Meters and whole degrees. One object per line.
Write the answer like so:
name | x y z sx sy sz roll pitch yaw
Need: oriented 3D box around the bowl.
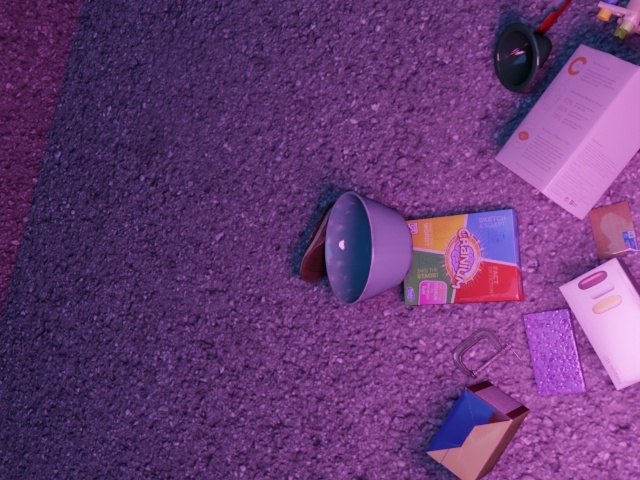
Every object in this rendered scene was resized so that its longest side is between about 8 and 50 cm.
bowl | 0.144 0.023 1.925 0.311 0.163 0.312 -179 90 -66

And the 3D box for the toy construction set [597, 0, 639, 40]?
toy construction set | 0.813 -0.490 1.614 0.151 0.215 0.328 -49 65 17

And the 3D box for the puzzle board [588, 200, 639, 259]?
puzzle board | 0.731 -0.025 1.730 0.096 0.011 0.128 -15 78 26

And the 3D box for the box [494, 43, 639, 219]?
box | 0.630 -0.263 1.676 0.345 0.168 0.215 -55 33 14

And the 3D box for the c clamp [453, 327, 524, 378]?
c clamp | 0.439 0.310 1.852 0.160 0.022 0.137 -38 69 20

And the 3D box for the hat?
hat | 0.594 -0.507 1.848 0.173 0.183 0.209 65 155 25

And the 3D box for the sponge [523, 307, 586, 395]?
sponge | 0.595 0.284 1.763 0.117 0.031 0.210 -14 79 28

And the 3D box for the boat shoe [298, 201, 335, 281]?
boat shoe | 0.007 0.003 2.099 0.258 0.095 0.095 -60 29 13

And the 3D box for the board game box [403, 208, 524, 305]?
board game box | 0.381 0.051 1.886 0.316 0.064 0.243 -7 82 28

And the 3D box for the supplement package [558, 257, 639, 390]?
supplement package | 0.700 0.191 1.614 0.145 0.204 0.262 -33 71 23

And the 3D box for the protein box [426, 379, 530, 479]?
protein box | 0.401 0.481 1.753 0.136 0.201 0.200 34 101 27
